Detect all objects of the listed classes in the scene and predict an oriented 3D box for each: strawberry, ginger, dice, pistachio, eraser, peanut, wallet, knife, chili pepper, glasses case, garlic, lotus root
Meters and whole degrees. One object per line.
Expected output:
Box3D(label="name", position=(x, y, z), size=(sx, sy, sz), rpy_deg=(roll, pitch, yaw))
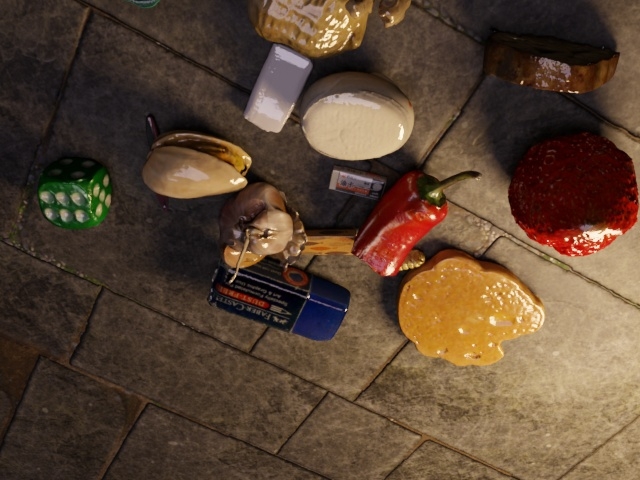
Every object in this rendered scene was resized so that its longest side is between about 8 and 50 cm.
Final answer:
Box3D(label="strawberry", position=(0.511, -0.080, 1.342), size=(0.257, 0.277, 0.257), rpy_deg=(2, 120, 3))
Box3D(label="ginger", position=(0.074, -0.453, 1.182), size=(0.259, 0.065, 0.149), rpy_deg=(-9, 101, -32))
Box3D(label="dice", position=(-0.554, -0.106, 1.527), size=(0.128, 0.120, 0.131), rpy_deg=(7, 122, 3))
Box3D(label="pistachio", position=(-0.266, -0.156, 1.448), size=(0.230, 0.157, 0.157), rpy_deg=(4, 124, -2))
Box3D(label="eraser", position=(-0.105, 0.137, 1.649), size=(0.332, 0.101, 0.155), rpy_deg=(21, 124, -6))
Box3D(label="peanut", position=(-0.015, -0.440, 1.251), size=(0.233, 0.110, 0.196), rpy_deg=(26, 106, -12))
Box3D(label="wallet", position=(-0.089, -0.311, 1.396), size=(0.095, 0.033, 0.190), rpy_deg=(24, 122, -8))
Box3D(label="knife", position=(-0.372, -0.169, 1.528), size=(0.035, 0.018, 0.247), rpy_deg=(1, 124, 2))
Box3D(label="chili pepper", position=(0.204, -0.078, 1.457), size=(0.134, 0.131, 0.338), rpy_deg=(36, 124, 0))
Box3D(label="eraser", position=(0.082, -0.128, 1.498), size=(0.122, 0.029, 0.052), rpy_deg=(13, 123, -2))
Box3D(label="glasses case", position=(0.000, 0.000, 1.586), size=(0.170, 0.041, 0.064), rpy_deg=(-1, 134, 6))
Box3D(label="garlic", position=(-0.125, 0.007, 1.483), size=(0.207, 0.256, 0.207), rpy_deg=(-4, 133, -4))
Box3D(label="lotus root", position=(0.435, -0.329, 1.257), size=(0.261, 0.170, 0.074), rpy_deg=(11, 120, 5))

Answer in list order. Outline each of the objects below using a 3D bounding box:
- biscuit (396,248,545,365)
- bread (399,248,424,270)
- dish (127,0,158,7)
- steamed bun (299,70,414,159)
Box3D(label="biscuit", position=(0.354, 0.175, 1.652), size=(0.351, 0.057, 0.312), rpy_deg=(18, 124, -4))
Box3D(label="bread", position=(0.203, 0.049, 1.591), size=(0.088, 0.049, 0.033), rpy_deg=(-15, 128, 13))
Box3D(label="dish", position=(-0.338, -0.559, 1.231), size=(0.224, 0.078, 0.246), rpy_deg=(-5, 123, 9))
Box3D(label="steamed bun", position=(0.073, -0.257, 1.354), size=(0.228, 0.130, 0.177), rpy_deg=(4, 134, 2))
